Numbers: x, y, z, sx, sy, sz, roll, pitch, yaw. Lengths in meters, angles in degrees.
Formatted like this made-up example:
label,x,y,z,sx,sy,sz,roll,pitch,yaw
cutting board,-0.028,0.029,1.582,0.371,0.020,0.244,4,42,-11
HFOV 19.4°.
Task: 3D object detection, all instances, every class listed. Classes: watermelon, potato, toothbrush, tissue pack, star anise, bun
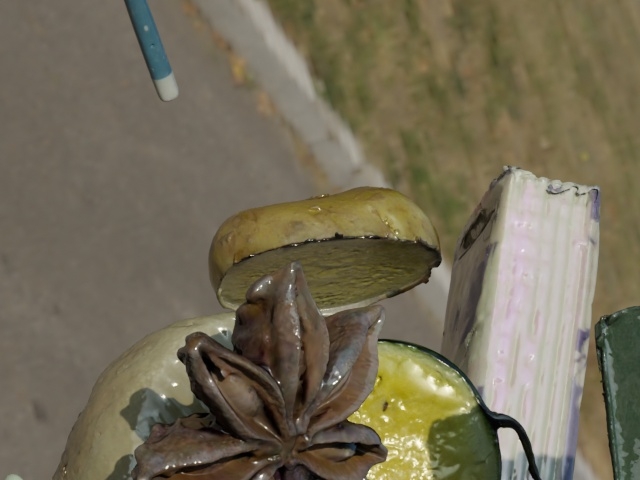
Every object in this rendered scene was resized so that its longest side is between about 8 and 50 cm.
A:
label,x,y,z,sx,sy,sz,roll,pitch,yaw
watermelon,0.049,0.183,1.556,0.204,0.232,0.127,61,0,3
potato,0.000,0.000,1.601,0.164,0.200,0.081,114,-34,-60
toothbrush,-0.154,-0.210,1.471,0.275,0.019,0.025,74,-11,-49
tissue pack,0.183,0.124,1.828,0.242,0.125,0.343,109,-8,-69
star anise,-0.035,0.105,1.185,0.212,0.073,0.197,-8,114,-42
bun,-0.076,0.200,1.360,0.281,0.205,0.281,11,65,-24

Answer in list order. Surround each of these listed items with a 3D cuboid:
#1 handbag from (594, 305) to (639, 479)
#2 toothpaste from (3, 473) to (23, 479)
label,x,y,z,sx,sy,sz,roll,pitch,yaw
handbag,0.310,0.151,1.199,0.079,0.247,0.260,50,35,-66
toothpaste,-0.218,0.251,1.239,0.041,0.064,0.218,58,27,-45
